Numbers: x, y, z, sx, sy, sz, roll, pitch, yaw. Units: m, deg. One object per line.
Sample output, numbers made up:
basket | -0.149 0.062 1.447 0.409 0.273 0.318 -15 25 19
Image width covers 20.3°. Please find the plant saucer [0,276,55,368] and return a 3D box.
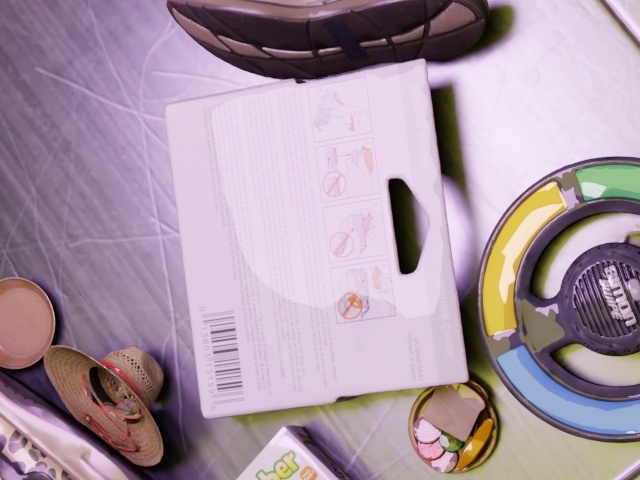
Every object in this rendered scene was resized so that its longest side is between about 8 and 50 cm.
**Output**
plant saucer | -0.275 0.075 1.626 0.083 0.015 0.083 0 89 21

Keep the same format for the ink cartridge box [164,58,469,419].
ink cartridge box | 0.000 0.000 1.506 0.239 0.060 0.275 -9 85 19

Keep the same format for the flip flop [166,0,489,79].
flip flop | 0.007 -0.199 1.493 0.277 0.112 0.080 -3 62 22

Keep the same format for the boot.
boot | -0.348 0.237 1.553 0.377 0.138 0.284 31 82 13

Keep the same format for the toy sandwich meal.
toy sandwich meal | 0.109 0.152 1.478 0.085 0.029 0.085 -1 88 20

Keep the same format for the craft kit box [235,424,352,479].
craft kit box | -0.018 0.327 1.491 0.246 0.061 0.250 42 95 18

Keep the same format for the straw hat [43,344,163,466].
straw hat | -0.170 0.125 1.558 0.144 0.144 0.061 34 59 17

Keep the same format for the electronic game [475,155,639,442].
electronic game | 0.235 0.047 1.426 0.229 0.048 0.229 -1 88 20
